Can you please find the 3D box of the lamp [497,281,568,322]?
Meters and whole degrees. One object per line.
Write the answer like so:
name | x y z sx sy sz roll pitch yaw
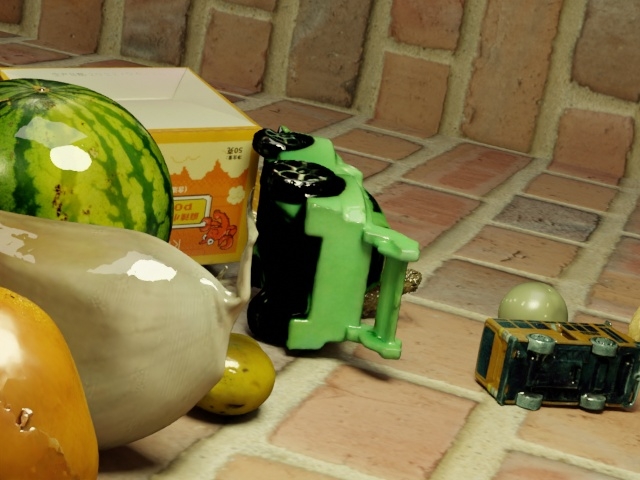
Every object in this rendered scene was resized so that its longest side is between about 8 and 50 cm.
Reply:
lamp | 0.289 0.122 1.936 0.091 0.091 0.163 5 31 -23

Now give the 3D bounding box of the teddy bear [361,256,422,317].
teddy bear | 0.055 0.064 1.992 0.119 0.078 0.160 24 -15 -26

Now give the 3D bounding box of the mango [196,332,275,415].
mango | -0.096 0.134 1.571 0.103 0.076 0.161 7 10 3

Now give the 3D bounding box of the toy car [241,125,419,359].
toy car | 0.000 0.000 1.845 0.176 0.213 0.359 4 20 -8

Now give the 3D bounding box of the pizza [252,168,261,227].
pizza | -0.210 -0.054 2.257 0.297 0.071 0.189 2 33 -18

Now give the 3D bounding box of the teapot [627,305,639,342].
teapot | 0.524 0.104 1.987 0.311 0.167 0.203 2 17 -31

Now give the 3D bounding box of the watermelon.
watermelon | -0.307 -0.039 1.677 0.285 0.285 0.285 10 14 -3

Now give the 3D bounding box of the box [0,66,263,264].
box | -0.265 -0.094 2.006 0.283 0.214 0.259 -5 28 -29

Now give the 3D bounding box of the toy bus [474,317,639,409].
toy bus | 0.284 0.145 1.797 0.182 0.091 0.103 4 16 -21

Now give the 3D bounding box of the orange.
orange | -0.272 0.142 1.069 0.240 0.240 0.240 10 14 -3

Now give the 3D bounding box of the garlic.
garlic | -0.221 0.069 1.418 0.340 0.246 0.231 1 0 3
